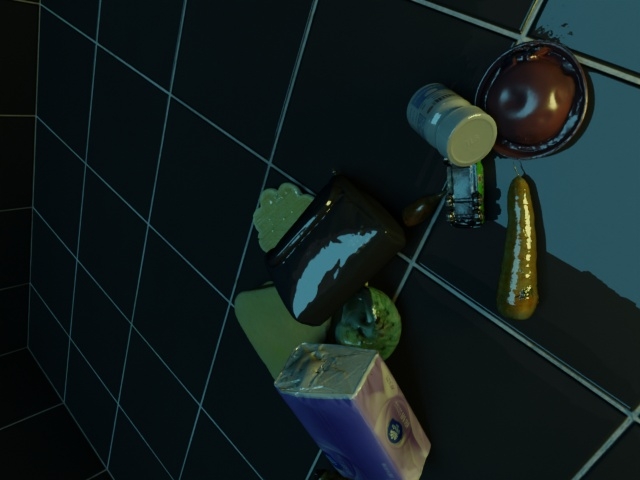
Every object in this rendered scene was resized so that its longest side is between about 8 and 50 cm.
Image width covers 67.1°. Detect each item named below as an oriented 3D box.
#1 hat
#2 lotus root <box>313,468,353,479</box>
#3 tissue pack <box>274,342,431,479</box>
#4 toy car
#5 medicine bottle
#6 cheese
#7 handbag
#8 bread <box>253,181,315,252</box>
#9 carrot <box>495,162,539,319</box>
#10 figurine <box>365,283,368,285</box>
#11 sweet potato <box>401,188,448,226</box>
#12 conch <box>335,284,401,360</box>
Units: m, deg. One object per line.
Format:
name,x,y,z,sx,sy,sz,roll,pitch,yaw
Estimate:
hat,0.358,-0.244,0.846,0.205,0.089,0.206,10,106,39
lotus root,0.086,0.701,1.280,0.260,0.128,0.145,28,103,27
tissue pack,0.074,0.403,1.114,0.242,0.160,0.339,-7,123,40
toy car,0.289,-0.108,0.955,0.071,0.062,0.165,1,101,39
medicine bottle,0.240,-0.220,0.903,0.105,0.104,0.168,-68,30,29
cheese,-0.097,0.231,1.340,0.383,0.104,0.385,11,107,39
handbag,-0.001,0.000,1.087,0.302,0.177,0.275,-47,59,16
bread,-0.091,-0.063,1.307,0.250,0.038,0.182,-14,91,42
carrot,0.373,0.002,0.910,0.078,0.078,0.299,4,99,40
figurine,0.094,0.049,1.158,0.083,0.083,0.188,30,109,32
sweet potato,0.227,-0.075,1.033,0.117,0.049,0.049,-37,76,29
conch,0.110,0.202,1.144,0.188,0.121,0.176,-41,80,37
